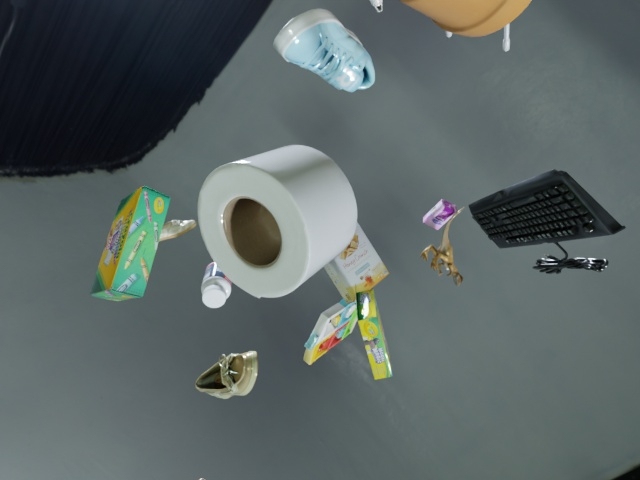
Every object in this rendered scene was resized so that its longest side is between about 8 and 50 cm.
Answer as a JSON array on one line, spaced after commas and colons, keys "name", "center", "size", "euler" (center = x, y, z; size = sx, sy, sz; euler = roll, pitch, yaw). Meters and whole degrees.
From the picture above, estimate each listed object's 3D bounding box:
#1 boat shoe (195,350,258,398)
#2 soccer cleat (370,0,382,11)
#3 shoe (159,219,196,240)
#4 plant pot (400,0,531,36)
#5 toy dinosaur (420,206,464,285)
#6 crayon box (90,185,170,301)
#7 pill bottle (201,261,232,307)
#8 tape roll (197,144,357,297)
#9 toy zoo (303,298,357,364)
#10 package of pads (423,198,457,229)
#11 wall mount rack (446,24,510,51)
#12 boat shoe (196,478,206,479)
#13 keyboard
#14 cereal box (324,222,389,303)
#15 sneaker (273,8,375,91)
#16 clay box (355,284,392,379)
[{"name": "boat shoe", "center": [-0.254, 0.372, 1.124], "size": [0.089, 0.285, 0.104], "euler": [17, 50, -28]}, {"name": "soccer cleat", "center": [0.115, -0.514, 0.871], "size": [0.083, 0.029, 0.035], "euler": [1, 77, -71]}, {"name": "shoe", "center": [-0.618, -0.045, 1.688], "size": [0.076, 0.219, 0.058], "euler": [-135, -153, -60]}, {"name": "plant pot", "center": [0.259, -0.555, 0.791], "size": [0.204, 0.291, 0.291], "euler": [-12, 54, -29]}, {"name": "toy dinosaur", "center": [0.329, 0.024, 1.101], "size": [0.064, 0.112, 0.211], "euler": [27, -46, 61]}, {"name": "crayon box", "center": [-0.497, 0.013, 1.085], "size": [0.081, 0.165, 0.278], "euler": [25, 64, -38]}, {"name": "pill bottle", "center": [-0.380, 0.163, 1.522], "size": [0.108, 0.108, 0.180], "euler": [33, 18, -21]}, {"name": "tape roll", "center": [-0.077, -0.040, 0.760], "size": [0.246, 0.246, 0.169], "euler": [46, 39, 7]}, {"name": "toy zoo", "center": [0.042, 0.268, 1.290], "size": [0.030, 0.192, 0.293], "euler": [34, 31, 24]}, {"name": "package of pads", "center": [0.318, -0.068, 1.103], "size": [0.050, 0.083, 0.032], "euler": [22, 46, -16]}, {"name": "wall mount rack", "center": [0.466, -0.720, 1.158], "size": [0.130, 0.304, 0.350], "euler": [-13, 39, -40]}, {"name": "boat shoe", "center": [-0.315, 0.667, 0.990], "size": [0.064, 0.060, 0.178], "euler": [10, 53, 11]}, {"name": "keyboard", "center": [0.372, -0.010, 0.699], "size": [0.201, 0.033, 0.317], "euler": [45, -4, 2]}, {"name": "cereal box", "center": [0.080, 0.041, 1.222], "size": [0.173, 0.047, 0.240], "euler": [-33, 92, -36]}, {"name": "sneaker", "center": [0.041, -0.439, 1.000], "size": [0.150, 0.135, 0.366], "euler": [54, 35, 8]}, {"name": "clay box", "center": [0.135, 0.228, 1.067], "size": [0.127, 0.053, 0.222], "euler": [-84, 160, -64]}]
